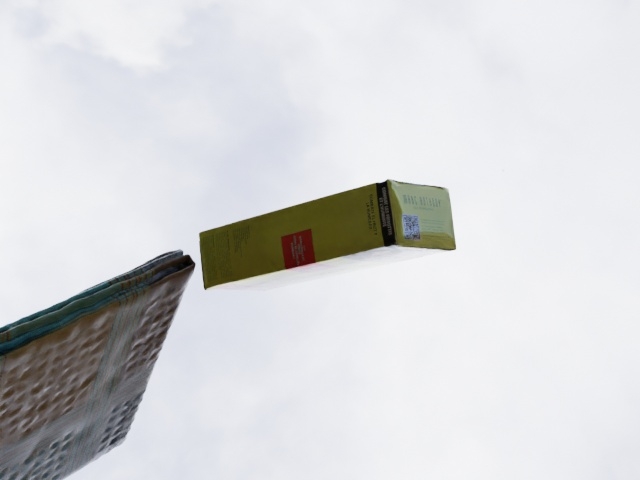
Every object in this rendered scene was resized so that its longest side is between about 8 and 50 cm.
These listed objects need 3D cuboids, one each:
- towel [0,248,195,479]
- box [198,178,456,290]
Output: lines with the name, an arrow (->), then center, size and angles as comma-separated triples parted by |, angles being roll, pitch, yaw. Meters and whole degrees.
towel -> -0.272, 0.158, 0.904 | 0.040, 0.370, 0.271 | 41, -51, 19
box -> 0.000, 0.000, 0.970 | 0.232, 0.087, 0.058 | -13, -101, 40
